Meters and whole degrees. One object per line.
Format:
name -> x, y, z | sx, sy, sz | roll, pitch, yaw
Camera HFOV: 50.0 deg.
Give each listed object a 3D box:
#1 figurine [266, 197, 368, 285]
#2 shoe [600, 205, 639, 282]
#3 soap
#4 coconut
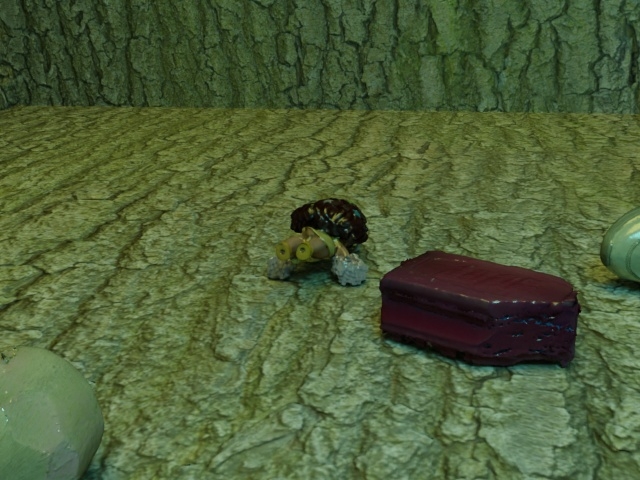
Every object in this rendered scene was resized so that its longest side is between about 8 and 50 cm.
figurine -> 0.001, -0.001, 1.152 | 0.175, 0.115, 0.240 | 5, 24, 20
shoe -> 0.590, 0.031, 0.974 | 0.342, 0.132, 0.210 | 2, 20, 4
soap -> 0.223, 0.093, 0.929 | 0.250, 0.099, 0.162 | 13, 20, 33
coconut -> -0.305, 0.193, 0.659 | 0.171, 0.170, 0.183 | -1, 15, 6
